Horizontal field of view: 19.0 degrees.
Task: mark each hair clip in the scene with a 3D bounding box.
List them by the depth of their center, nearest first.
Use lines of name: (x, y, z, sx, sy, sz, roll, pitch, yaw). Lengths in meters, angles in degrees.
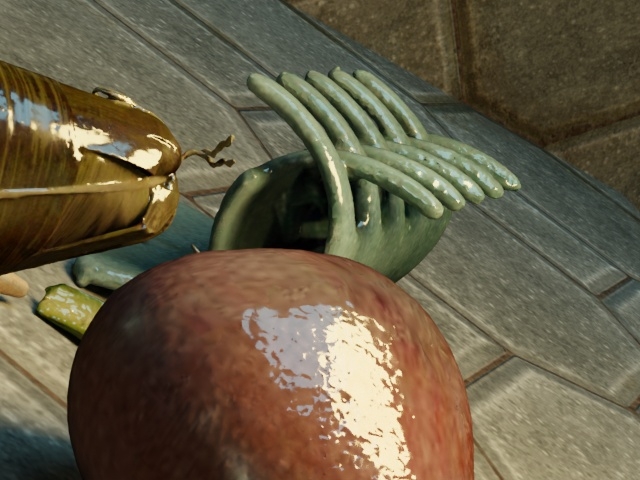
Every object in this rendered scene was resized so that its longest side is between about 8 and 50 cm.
hair clip: (0.000, 0.000, 1.603, 0.392, 0.238, 0.318, 39, 17, 14)

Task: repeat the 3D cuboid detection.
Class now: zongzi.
zongzi: (-0.200, 0.016, 1.035, 0.248, 0.241, 0.111, 17, 4, -34)

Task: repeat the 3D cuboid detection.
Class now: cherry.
cherry: (-0.020, 0.129, 1.162, 0.261, 0.221, 0.307, 8, 42, -45)

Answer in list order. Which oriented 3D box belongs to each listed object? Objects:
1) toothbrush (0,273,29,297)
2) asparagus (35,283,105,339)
toothbrush: (-0.355, -0.029, 1.288, 0.375, 0.028, 0.037, 25, 23, -35)
asparagus: (-0.128, 0.083, 1.420, 0.178, 0.041, 0.045, 32, 6, -9)
